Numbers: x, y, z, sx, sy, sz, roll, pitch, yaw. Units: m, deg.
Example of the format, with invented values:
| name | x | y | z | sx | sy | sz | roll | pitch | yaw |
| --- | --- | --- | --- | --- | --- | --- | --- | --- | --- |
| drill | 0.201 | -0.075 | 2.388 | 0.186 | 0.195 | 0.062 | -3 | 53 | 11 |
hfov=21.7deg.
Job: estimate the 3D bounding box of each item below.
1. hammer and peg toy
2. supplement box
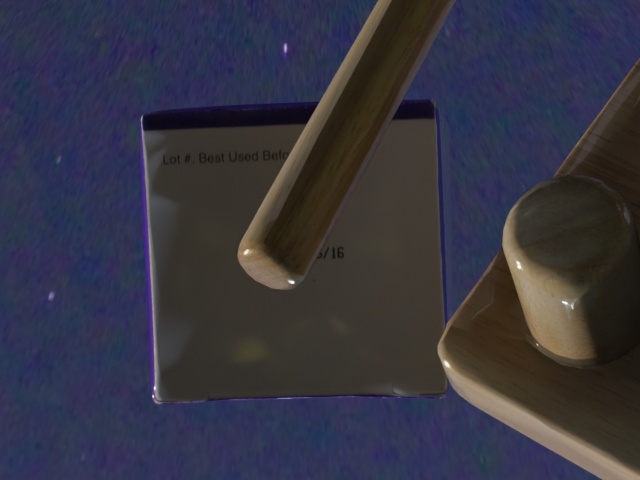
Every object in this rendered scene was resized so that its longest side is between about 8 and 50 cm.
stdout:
| name | x | y | z | sx | sy | sz | roll | pitch | yaw |
| --- | --- | --- | --- | --- | --- | --- | --- | --- | --- |
| hammer and peg toy | 0.158 | -0.020 | 0.505 | 0.361 | 0.127 | 0.266 | 27 | -110 | 28 |
| supplement box | 0.000 | 0.000 | 0.707 | 0.111 | 0.220 | 0.114 | -2 | -86 | 6 |
